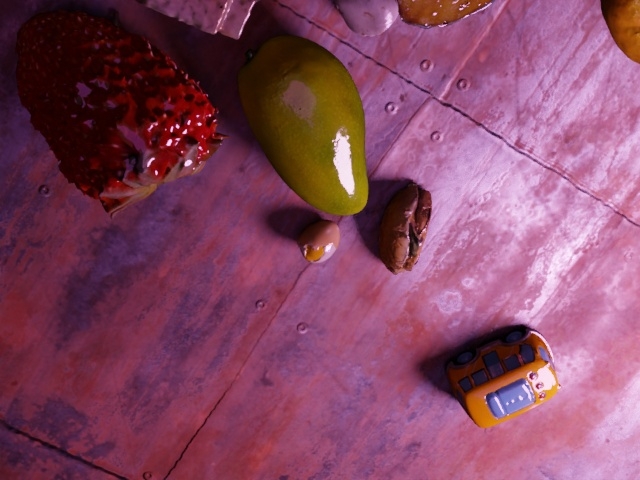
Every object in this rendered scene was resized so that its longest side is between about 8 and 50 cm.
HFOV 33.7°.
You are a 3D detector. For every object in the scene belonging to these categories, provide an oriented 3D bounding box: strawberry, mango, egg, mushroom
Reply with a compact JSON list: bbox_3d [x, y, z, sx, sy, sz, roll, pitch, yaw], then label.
[{"bbox_3d":[-0.327,-0.235,1.736,0.292,0.292,0.344,-25,94,8],"label":"strawberry"},{"bbox_3d":[-0.012,-0.190,1.806,0.192,0.156,0.343,-20,117,15],"label":"mango"},{"bbox_3d":[0.000,0.000,1.931,0.083,0.071,0.071,-39,110,11],"label":"egg"},{"bbox_3d":[0.052,-0.448,1.731,0.116,0.093,0.225,-14,121,27],"label":"mushroom"}]

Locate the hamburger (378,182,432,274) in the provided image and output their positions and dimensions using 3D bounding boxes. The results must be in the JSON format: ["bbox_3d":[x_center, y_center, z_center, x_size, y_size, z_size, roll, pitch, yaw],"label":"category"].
[{"bbox_3d":[0.149,-0.011,1.920,0.087,0.102,0.176,17,112,3],"label":"hamburger"}]

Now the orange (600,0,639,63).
[{"bbox_3d":[0.593,-0.399,1.695,0.279,0.235,0.279,26,143,21],"label":"orange"}]

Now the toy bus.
[{"bbox_3d":[0.357,0.271,2.030,0.209,0.136,0.126,-25,112,7],"label":"toy bus"}]

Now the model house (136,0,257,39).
[{"bbox_3d":[-0.202,-0.501,1.613,0.312,0.245,0.280,23,109,-8],"label":"model house"}]

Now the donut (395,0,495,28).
[{"bbox_3d":[0.223,-0.463,1.673,0.272,0.107,0.272,-22,156,-10],"label":"donut"}]
